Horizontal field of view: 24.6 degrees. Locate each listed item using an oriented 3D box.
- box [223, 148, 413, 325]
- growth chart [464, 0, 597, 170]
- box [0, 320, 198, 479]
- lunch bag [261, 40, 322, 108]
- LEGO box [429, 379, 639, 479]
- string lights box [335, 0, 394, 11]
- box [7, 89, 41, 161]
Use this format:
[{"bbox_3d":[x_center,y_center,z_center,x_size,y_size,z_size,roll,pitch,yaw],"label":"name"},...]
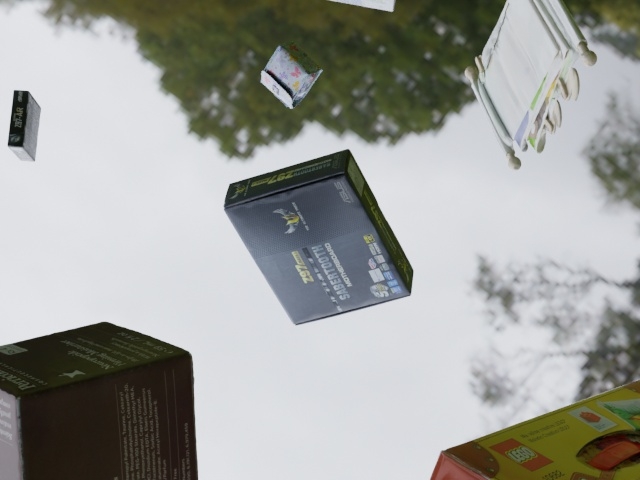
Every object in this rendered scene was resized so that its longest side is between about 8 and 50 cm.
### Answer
[{"bbox_3d":[0.000,0.000,1.995,0.059,0.183,0.233,-78,-33,-50],"label":"box"},{"bbox_3d":[0.220,-0.180,1.567,0.021,0.237,0.172,-9,-116,-20],"label":"growth chart"},{"bbox_3d":[-0.250,0.193,1.465,0.203,0.167,0.168,-12,-163,-40],"label":"box"},{"bbox_3d":[-0.049,-0.251,2.252,0.071,0.083,0.053,46,-142,12],"label":"lunch bag"},{"bbox_3d":[0.273,0.392,1.644,0.193,0.372,0.500,28,-162,30],"label":"LEGO box"},{"bbox_3d":[-0.053,-0.274,1.345,0.259,0.077,0.133,10,-176,2],"label":"string lights box"},{"bbox_3d":[-0.340,-0.131,1.686,0.018,0.067,0.083,5,172,0],"label":"box"}]
